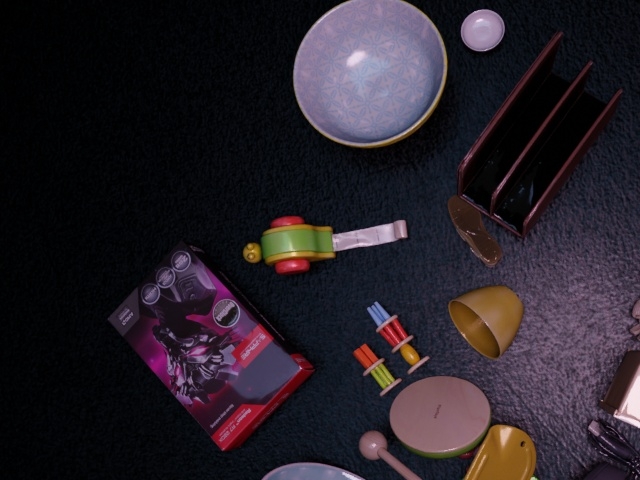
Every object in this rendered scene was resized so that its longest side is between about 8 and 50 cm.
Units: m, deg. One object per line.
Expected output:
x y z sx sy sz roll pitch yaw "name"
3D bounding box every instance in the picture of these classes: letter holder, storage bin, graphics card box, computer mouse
0.387 -0.185 1.423 0.152 0.214 0.302 36 86 16 "letter holder"
0.610 0.280 1.305 0.260 0.262 0.123 24 88 16 "storage bin"
-0.222 0.206 1.616 0.233 0.094 0.371 -46 74 6 "graphics card box"
0.474 0.457 1.381 0.188 0.072 0.272 42 79 14 "computer mouse"

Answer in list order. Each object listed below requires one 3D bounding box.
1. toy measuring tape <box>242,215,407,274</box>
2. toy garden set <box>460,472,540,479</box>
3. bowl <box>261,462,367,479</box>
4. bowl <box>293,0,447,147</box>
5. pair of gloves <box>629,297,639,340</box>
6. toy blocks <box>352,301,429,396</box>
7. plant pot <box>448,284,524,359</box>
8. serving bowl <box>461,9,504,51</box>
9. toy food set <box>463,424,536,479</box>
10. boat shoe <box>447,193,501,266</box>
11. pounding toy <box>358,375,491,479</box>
0.000 0.000 1.572 0.330 0.121 0.121 -9 81 13 "toy measuring tape"
0.346 0.521 1.457 0.244 0.049 0.204 40 92 15 "toy garden set"
0.007 0.561 1.434 0.311 0.311 0.163 26 110 16 "bowl"
0.107 -0.305 1.557 0.289 0.156 0.289 -2 83 15 "bowl"
0.618 0.099 1.345 0.042 0.240 0.204 36 93 -11 "pair of gloves"
0.117 0.204 1.548 0.123 0.054 0.148 -40 76 7 "toy blocks"
0.315 0.136 1.478 0.095 0.134 0.134 -35 75 -16 "plant pot"
0.318 -0.408 1.581 0.083 0.027 0.083 -2 83 14 "serving bowl"
0.286 0.423 1.413 0.128 0.071 0.218 35 80 -22 "toy food set"
0.290 -0.018 1.537 0.056 0.048 0.153 -32 73 -8 "boat shoe"
0.205 0.365 1.472 0.237 0.110 0.183 -34 39 -26 "pounding toy"
